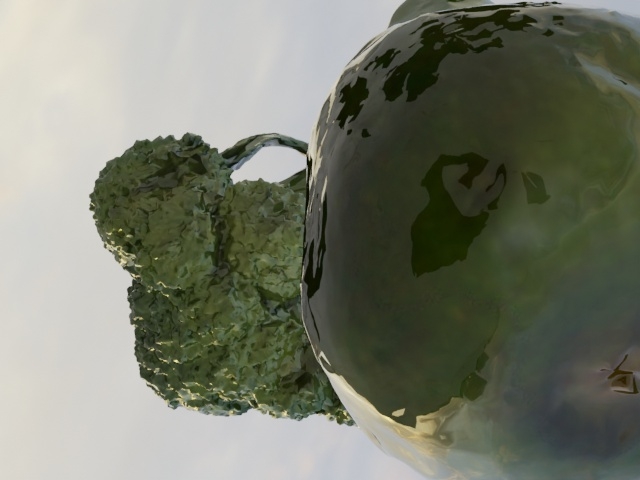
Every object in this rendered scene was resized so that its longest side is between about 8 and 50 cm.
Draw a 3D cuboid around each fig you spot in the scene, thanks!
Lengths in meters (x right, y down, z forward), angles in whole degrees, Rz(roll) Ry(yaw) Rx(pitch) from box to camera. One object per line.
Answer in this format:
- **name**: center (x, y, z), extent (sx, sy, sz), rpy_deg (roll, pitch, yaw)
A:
- **fig**: center (0.072, -0.027, 0.693), extent (0.206, 0.206, 0.275), rpy_deg (-53, -145, 19)

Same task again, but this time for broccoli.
- **broccoli**: center (-0.009, 0.018, 1.287), extent (0.186, 0.302, 0.254), rpy_deg (96, -21, -66)
